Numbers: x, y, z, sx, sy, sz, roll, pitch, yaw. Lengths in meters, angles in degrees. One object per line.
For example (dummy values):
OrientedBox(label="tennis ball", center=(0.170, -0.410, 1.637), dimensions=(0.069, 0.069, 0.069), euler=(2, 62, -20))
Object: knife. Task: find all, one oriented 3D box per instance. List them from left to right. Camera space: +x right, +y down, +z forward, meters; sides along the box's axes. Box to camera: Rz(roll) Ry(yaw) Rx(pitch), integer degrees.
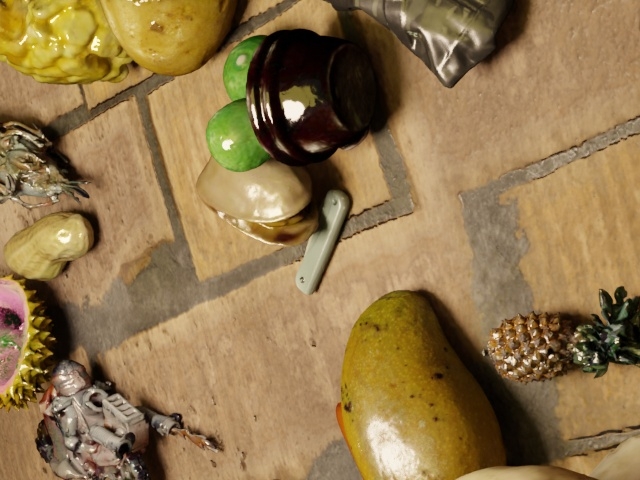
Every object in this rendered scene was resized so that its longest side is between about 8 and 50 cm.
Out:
OrientedBox(label="knife", center=(0.000, 0.000, 1.806), dimensions=(0.044, 0.023, 0.162), euler=(40, 122, 31))

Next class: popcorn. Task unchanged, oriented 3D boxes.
OrientedBox(label="popcorn", center=(-0.377, -0.345, 1.976), dimensions=(0.249, 0.249, 0.225), euler=(8, 85, 43))

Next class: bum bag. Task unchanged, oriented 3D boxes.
OrientedBox(label="bum bag", center=(0.091, -0.315, 1.618), dimensions=(0.340, 0.095, 0.144), euler=(39, 107, 31))

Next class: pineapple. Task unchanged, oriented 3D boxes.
OrientedBox(label="pineapple", center=(0.279, 0.113, 1.518), dimensions=(0.221, 0.083, 0.103), euler=(-13, 89, 42))

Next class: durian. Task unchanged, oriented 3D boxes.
OrientedBox(label="durian", center=(-0.510, 0.157, 2.216), dimensions=(0.186, 0.154, 0.260), euler=(-44, 54, 46))

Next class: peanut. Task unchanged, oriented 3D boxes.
OrientedBox(label="peanut", center=(-0.453, 0.009, 2.195), dimensions=(0.214, 0.090, 0.098), euler=(-26, 67, 44))

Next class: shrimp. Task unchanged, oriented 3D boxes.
OrientedBox(label="shrimp", center=(-0.522, -0.113, 2.187), dimensions=(0.172, 0.137, 0.372), euler=(-51, 38, -15))

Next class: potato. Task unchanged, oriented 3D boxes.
OrientedBox(label="potato", center=(-0.208, -0.309, 1.863), dimensions=(0.178, 0.204, 0.158), euler=(45, 148, 50))

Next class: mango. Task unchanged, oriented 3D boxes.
OrientedBox(label="mango", center=(0.116, 0.225, 1.638), dimensions=(0.329, 0.177, 0.175), euler=(63, 159, 16))

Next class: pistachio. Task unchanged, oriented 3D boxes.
OrientedBox(label="pistachio", center=(-0.084, -0.067, 1.801), dimensions=(0.206, 0.131, 0.129), euler=(36, 158, 42))

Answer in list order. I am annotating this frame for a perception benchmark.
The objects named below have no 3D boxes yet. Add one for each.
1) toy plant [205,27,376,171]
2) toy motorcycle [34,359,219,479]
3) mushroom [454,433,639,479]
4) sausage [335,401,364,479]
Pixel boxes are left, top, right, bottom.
OrientedBox(label="toy plant", center=(-0.048, -0.189, 1.719), dimensions=(0.235, 0.218, 0.175), euler=(-5, 138, 36))
OrientedBox(label="toy motorcycle", center=(-0.336, 0.308, 2.110), dimensions=(0.401, 0.134, 0.207), euler=(14, 113, 43))
OrientedBox(label="mushroom", center=(0.274, 0.386, 1.381), dimensions=(0.353, 0.353, 0.325), euler=(-23, 75, 43))
OrientedBox(label="sausage", center=(0.084, 0.290, 1.744), dimensions=(0.076, 0.076, 0.197), euler=(-33, 76, 42))
